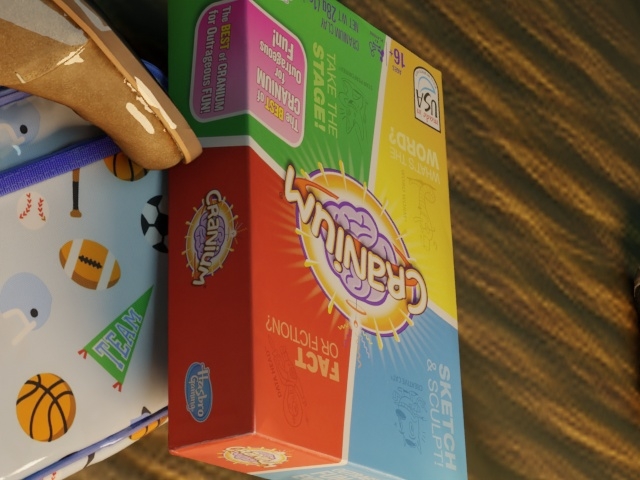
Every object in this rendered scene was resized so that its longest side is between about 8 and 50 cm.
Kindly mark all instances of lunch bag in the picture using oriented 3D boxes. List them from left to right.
[{"bbox_3d":[-0.191,0.020,1.040,0.303,0.115,0.243,-24,99,-43],"label":"lunch bag"}]

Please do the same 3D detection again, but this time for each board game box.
[{"bbox_3d":[0.000,0.000,1.131,0.242,0.064,0.317,25,56,-51],"label":"board game box"}]

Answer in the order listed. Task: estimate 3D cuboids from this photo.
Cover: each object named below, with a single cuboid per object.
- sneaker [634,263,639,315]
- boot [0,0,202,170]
[{"bbox_3d":[0.312,0.117,1.502,0.083,0.084,0.215,-33,108,-34],"label":"sneaker"},{"bbox_3d":[-0.190,-0.120,0.963,0.115,0.112,0.305,-49,123,-3],"label":"boot"}]
